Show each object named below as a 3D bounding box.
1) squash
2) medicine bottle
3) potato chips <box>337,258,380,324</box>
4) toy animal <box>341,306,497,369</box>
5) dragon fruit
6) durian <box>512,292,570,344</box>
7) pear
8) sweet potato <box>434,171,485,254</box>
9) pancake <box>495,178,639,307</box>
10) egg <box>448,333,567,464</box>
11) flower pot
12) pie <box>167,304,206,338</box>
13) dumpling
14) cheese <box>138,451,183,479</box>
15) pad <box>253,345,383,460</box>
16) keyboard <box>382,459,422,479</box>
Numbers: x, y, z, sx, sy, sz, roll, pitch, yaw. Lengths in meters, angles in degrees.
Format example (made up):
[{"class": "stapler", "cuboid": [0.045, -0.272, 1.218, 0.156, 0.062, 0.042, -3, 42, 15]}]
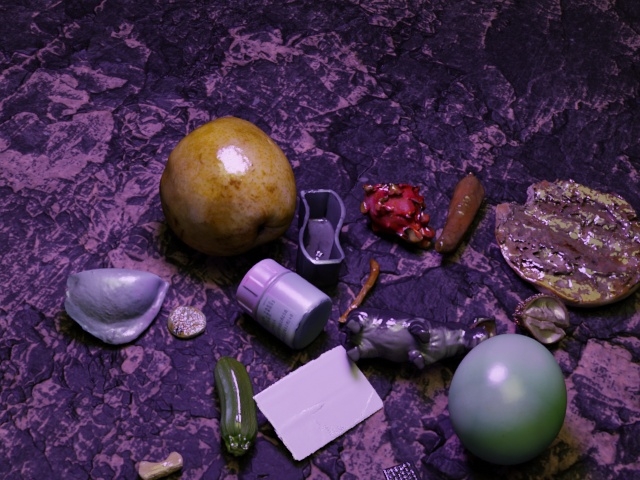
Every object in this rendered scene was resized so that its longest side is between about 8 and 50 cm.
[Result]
[{"class": "squash", "cuboid": [-0.162, 0.316, 1.902, 0.077, 0.068, 0.219, 14, 42, -25]}, {"class": "medicine bottle", "cuboid": [-0.075, 0.130, 2.042, 0.168, 0.135, 0.135, 35, 52, 22]}, {"class": "potato chips", "cuboid": [0.089, 0.113, 2.153, 0.037, 0.026, 0.204, 19, 48, 14]}, {"class": "toy animal", "cuboid": [0.212, 0.202, 2.014, 0.343, 0.106, 0.168, 4, 11, -8]}, {"class": "dragon fruit", "cuboid": [0.184, -0.063, 2.264, 0.150, 0.133, 0.207, -42, 91, 3]}, {"class": "durian", "cuboid": [0.460, 0.166, 2.115, 0.140, 0.071, 0.110, 8, 83, -19]}, {"class": "pear", "cuboid": [-0.190, -0.111, 2.145, 0.304, 0.303, 0.303, 4, 47, -4]}, {"class": "sweet potato", "cuboid": [0.324, -0.053, 2.309, 0.075, 0.075, 0.273, 19, 50, 11]}, {"class": "pancake", "cuboid": [0.585, -0.007, 2.295, 0.383, 0.071, 0.382, 3, 47, -3]}, {"class": "egg", "cuboid": [0.357, 0.299, 1.879, 0.221, 0.220, 0.269, 21, 39, 13]}, {"class": "flower pot", "cuboid": [0.000, 0.000, 2.192, 0.103, 0.108, 0.229, 4, 48, -4]}, {"class": "pie", "cuboid": [-0.280, 0.168, 2.060, 0.085, 0.017, 0.085, 3, 48, -3]}, {"class": "dumpling", "cuboid": [-0.417, 0.130, 2.037, 0.217, 0.149, 0.105, -3, 9, -18]}, {"class": "cheese", "cuboid": [-0.294, 0.416, 1.818, 0.083, 0.030, 0.044, -20, 59, -17]}, {"class": "pad", "cuboid": [-0.001, 0.313, 1.930, 0.232, 0.004, 0.156, -27, 72, -32]}, {"class": "keyboard", "cuboid": [0.182, 0.497, 1.815, 0.067, 0.011, 0.202, -13, 50, -17]}]
